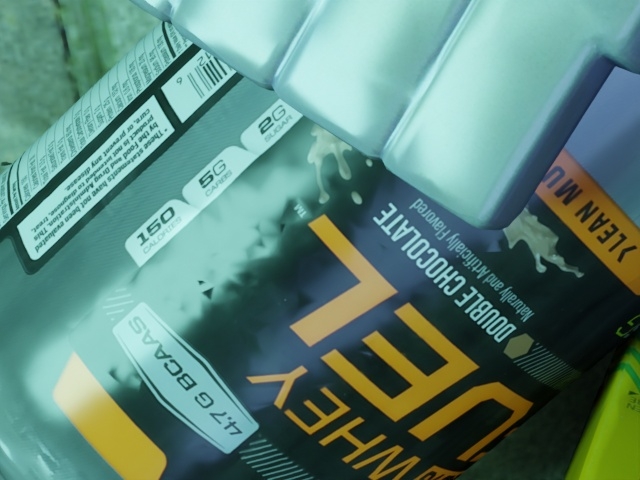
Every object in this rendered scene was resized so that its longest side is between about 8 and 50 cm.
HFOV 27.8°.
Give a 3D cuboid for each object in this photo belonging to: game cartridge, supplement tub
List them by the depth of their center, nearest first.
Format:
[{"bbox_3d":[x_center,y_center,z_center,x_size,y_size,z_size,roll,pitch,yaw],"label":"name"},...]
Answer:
[{"bbox_3d":[0.054,-0.206,0.340,0.230,0.068,0.355,34,105,10],"label":"game cartridge"},{"bbox_3d":[0.000,0.000,0.501,0.338,0.207,0.207,-42,114,11],"label":"supplement tub"}]

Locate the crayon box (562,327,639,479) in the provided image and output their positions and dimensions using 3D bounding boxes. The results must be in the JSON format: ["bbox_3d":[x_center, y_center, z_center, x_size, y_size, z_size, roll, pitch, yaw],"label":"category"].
[{"bbox_3d":[0.120,0.205,0.553,0.106,0.313,0.362,21,114,15],"label":"crayon box"}]
